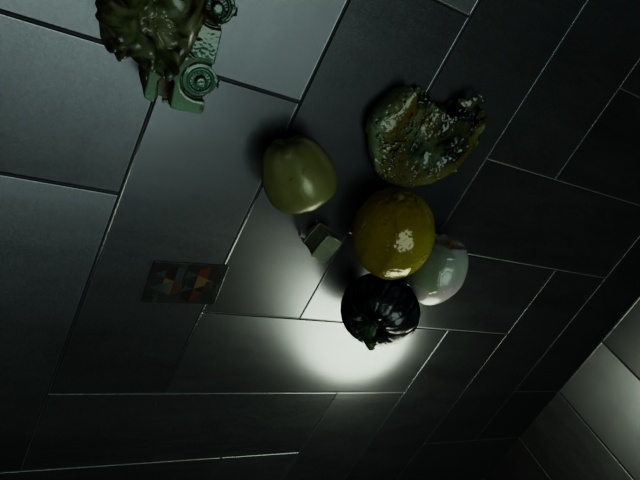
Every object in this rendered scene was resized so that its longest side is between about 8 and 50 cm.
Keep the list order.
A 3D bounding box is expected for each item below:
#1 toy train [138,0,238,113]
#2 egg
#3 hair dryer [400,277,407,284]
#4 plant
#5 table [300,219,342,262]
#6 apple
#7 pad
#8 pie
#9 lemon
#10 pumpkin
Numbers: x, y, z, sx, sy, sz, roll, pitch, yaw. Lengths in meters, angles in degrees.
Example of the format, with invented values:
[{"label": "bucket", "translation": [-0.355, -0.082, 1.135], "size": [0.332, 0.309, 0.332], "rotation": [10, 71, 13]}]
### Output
[{"label": "toy train", "translation": [-0.259, -0.412, 1.257], "size": [0.159, 0.129, 0.326], "rotation": [5, 125, -25]}, {"label": "egg", "translation": [0.354, 0.098, 1.988], "size": [0.183, 0.183, 0.217], "rotation": [1, 114, -30]}, {"label": "hair dryer", "translation": [0.304, 0.145, 2.102], "size": [0.181, 0.064, 0.117], "rotation": [-24, 134, -21]}, {"label": "plant", "translation": [-0.328, -0.441, 1.110], "size": [0.180, 0.333, 0.251], "rotation": [-41, 159, 8]}, {"label": "table", "translation": [0.000, 0.000, 1.781], "size": [0.062, 0.083, 0.079], "rotation": [27, 110, -43]}, {"label": "apple", "translation": [-0.052, -0.155, 1.553], "size": [0.200, 0.200, 0.200], "rotation": [-16, 133, -17]}, {"label": "pad", "translation": [-0.361, 0.116, 1.734], "size": [0.211, 0.003, 0.143], "rotation": [4, 125, -33]}, {"label": "pie", "translation": [0.272, -0.271, 1.711], "size": [0.371, 0.078, 0.296], "rotation": [1, 128, -31]}, {"label": "lemon", "translation": [0.201, -0.018, 1.777], "size": [0.236, 0.236, 0.263], "rotation": [-27, 158, -7]}, {"label": "pumpkin", "translation": [0.171, 0.230, 1.946], "size": [0.248, 0.248, 0.248], "rotation": [-16, 133, -17]}]
